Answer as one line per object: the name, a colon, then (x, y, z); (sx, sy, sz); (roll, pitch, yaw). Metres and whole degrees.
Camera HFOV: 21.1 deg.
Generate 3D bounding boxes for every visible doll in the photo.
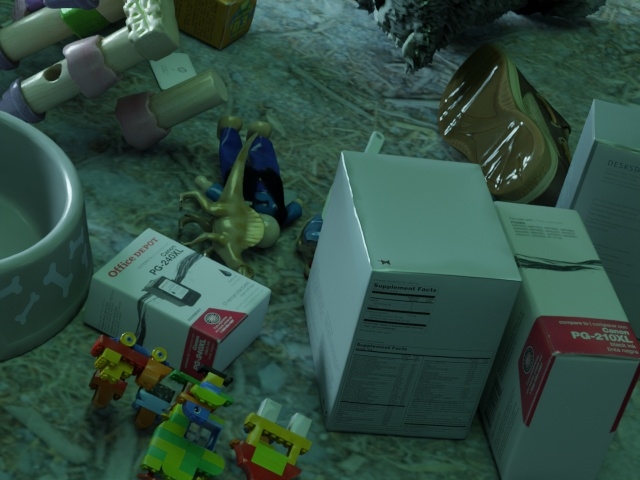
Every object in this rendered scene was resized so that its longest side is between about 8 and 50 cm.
doll: (-0.079, -0.060, 1.907); (0.129, 0.046, 0.189); (10, 41, -23)

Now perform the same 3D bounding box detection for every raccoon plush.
raccoon plush: (0.240, -0.338, 2.235); (0.447, 0.216, 0.299); (0, 34, -19)

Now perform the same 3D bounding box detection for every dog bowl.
dog bowl: (-0.393, -0.023, 1.699); (0.349, 0.102, 0.348); (10, 37, -7)

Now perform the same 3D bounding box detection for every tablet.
tablet: (-0.179, -0.207, 2.105); (0.054, 0.006, 0.083); (-1, 39, -22)

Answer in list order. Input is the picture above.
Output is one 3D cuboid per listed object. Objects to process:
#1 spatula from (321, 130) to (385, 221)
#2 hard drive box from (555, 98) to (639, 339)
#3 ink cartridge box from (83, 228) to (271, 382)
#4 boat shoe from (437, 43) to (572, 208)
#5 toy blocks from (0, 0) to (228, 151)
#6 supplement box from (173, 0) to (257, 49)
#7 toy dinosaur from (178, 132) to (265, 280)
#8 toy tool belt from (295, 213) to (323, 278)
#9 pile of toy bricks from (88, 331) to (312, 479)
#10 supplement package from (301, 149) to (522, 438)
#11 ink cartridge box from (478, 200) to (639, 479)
spatula: (0.089, -0.035, 1.913); (0.168, 0.019, 0.242); (34, 34, -7)
hard drive box: (0.345, -0.014, 1.838); (0.181, 0.232, 0.089); (15, 36, -1)
ink cartridge box: (-0.143, 0.064, 1.701); (0.150, 0.063, 0.109); (26, 37, 15)
boat shoe: (0.239, -0.122, 2.071); (0.123, 0.123, 0.342); (35, 16, -26)
toy blocks: (-0.298, -0.271, 1.922); (0.260, 0.309, 0.288); (-23, 54, 15)
supplement box: (-0.198, -0.333, 2.209); (0.233, 0.080, 0.078); (27, 38, 19)
toy dinosaur: (-0.105, -0.025, 1.828); (0.093, 0.053, 0.183); (1, 63, -5)
toy tool belt: (0.000, 0.000, 1.849); (0.052, 0.051, 0.083); (15, 36, 0)
pile of toy bricks: (-0.126, 0.175, 1.545); (0.212, 0.118, 0.105); (27, 63, -10)
supplement package: (0.082, 0.053, 1.678); (0.149, 0.203, 0.194); (5, 37, -14)
ink cartridge box: (0.218, 0.099, 1.689); (0.100, 0.172, 0.237); (5, 37, -14)
